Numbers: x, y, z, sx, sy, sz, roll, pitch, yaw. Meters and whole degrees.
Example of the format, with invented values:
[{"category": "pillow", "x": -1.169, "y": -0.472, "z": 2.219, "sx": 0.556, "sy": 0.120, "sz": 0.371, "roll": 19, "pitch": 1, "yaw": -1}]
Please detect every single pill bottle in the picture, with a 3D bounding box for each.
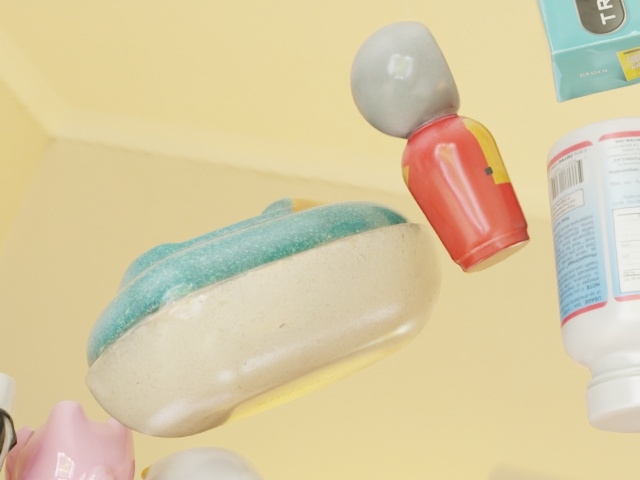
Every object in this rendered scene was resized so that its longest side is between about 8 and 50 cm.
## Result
[{"category": "pill bottle", "x": 0.173, "y": 0.020, "z": 0.785, "sx": 0.087, "sy": 0.160, "sz": 0.087, "roll": -1, "pitch": -20, "yaw": 0}]

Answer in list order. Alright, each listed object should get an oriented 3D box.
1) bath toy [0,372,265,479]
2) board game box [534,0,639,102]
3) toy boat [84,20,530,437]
[{"category": "bath toy", "x": -0.192, "y": 0.182, "z": 0.947, "sx": 0.348, "sy": 0.129, "sz": 0.151, "roll": 20, "pitch": -43, "yaw": -30}, {"category": "board game box", "x": 0.360, "y": -0.285, "z": 1.344, "sx": 0.336, "sy": 0.254, "sz": 0.079, "roll": -12, "pitch": -33, "yaw": 7}, {"category": "toy boat", "x": 0.000, "y": 0.000, "z": 0.901, "sx": 0.267, "sy": 0.148, "sz": 0.318, "roll": -15, "pitch": -17, "yaw": -43}]
